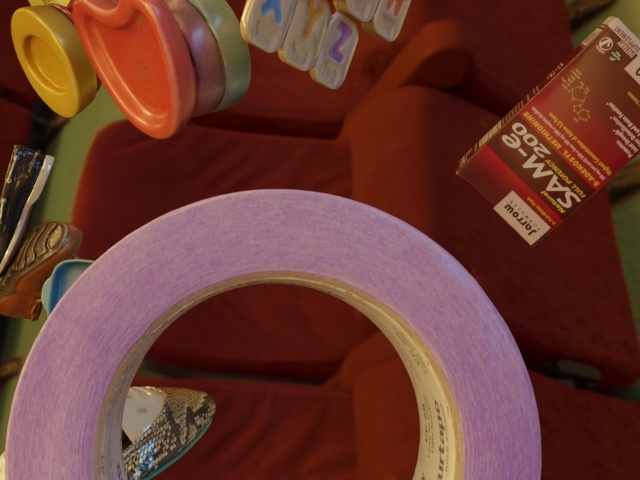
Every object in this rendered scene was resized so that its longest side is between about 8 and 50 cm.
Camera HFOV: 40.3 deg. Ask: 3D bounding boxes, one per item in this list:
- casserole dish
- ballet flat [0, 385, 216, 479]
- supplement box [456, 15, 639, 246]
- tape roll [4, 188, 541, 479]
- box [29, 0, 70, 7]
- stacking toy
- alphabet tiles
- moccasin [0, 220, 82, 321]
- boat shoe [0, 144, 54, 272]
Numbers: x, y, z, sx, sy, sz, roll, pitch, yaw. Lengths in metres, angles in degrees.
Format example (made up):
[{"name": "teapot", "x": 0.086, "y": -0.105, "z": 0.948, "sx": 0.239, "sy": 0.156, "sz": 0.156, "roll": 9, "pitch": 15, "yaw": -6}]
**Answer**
[{"name": "casserole dish", "x": -0.307, "y": 0.087, "z": 1.270, "sx": 0.037, "sy": 0.189, "sz": 0.114, "roll": -97, "pitch": 16, "yaw": -83}, {"name": "ballet flat", "x": -0.357, "y": 0.332, "z": 1.306, "sx": 0.164, "sy": 0.182, "sz": 0.483, "roll": 9, "pitch": 38, "yaw": 45}, {"name": "supplement box", "x": 0.284, "y": -0.122, "z": 0.990, "sx": 0.239, "sy": 0.130, "sz": 0.073, "roll": -45, "pitch": 3, "yaw": 20}, {"name": "tape roll", "x": -0.024, "y": 0.112, "z": 0.485, "sx": 0.090, "sy": 0.275, "sz": 0.274, "roll": 145, "pitch": 145, "yaw": -82}, {"name": "box", "x": -0.431, "y": -0.387, "z": 1.483, "sx": 0.087, "sy": 0.232, "sz": 0.058, "roll": -23, "pitch": 18, "yaw": 6}, {"name": "stacking toy", "x": -0.194, "y": -0.254, "z": 0.840, "sx": 0.130, "sy": 0.279, "sz": 0.309, "roll": -34, "pitch": 38, "yaw": -32}, {"name": "alphabet tiles", "x": 0.023, "y": -0.285, "z": 0.776, "sx": 0.021, "sy": 0.284, "sz": 0.277, "roll": 20, "pitch": 92, "yaw": 31}, {"name": "moccasin", "x": -0.579, "y": 0.079, "z": 1.845, "sx": 0.380, "sy": 0.147, "sz": 0.139, "roll": -42, "pitch": 30, "yaw": 42}, {"name": "boat shoe", "x": -0.676, "y": -0.065, "z": 1.897, "sx": 0.302, "sy": 0.091, "sz": 0.114, "roll": -64, "pitch": 17, "yaw": 9}]
